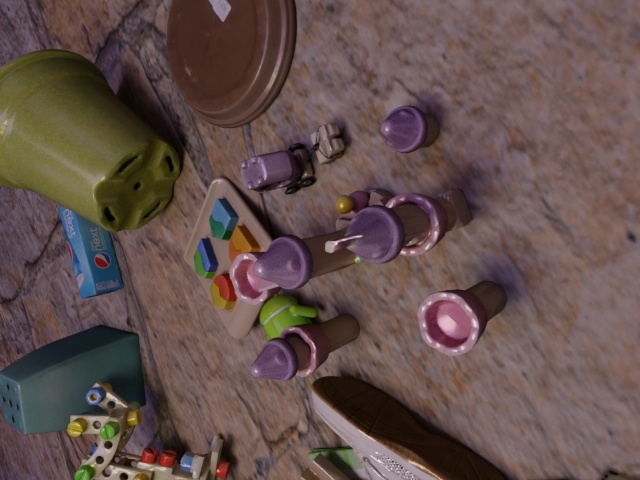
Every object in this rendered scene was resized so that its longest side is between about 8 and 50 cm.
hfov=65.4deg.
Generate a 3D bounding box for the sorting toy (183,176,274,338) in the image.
[{"bbox_3d":[-0.155,0.028,0.819,0.208,0.038,0.193,47,123,32],"label":"sorting toy"}]

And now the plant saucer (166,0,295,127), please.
[{"bbox_3d":[-0.154,-0.316,0.774,0.278,0.041,0.277,7,101,38],"label":"plant saucer"}]

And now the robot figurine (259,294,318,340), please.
[{"bbox_3d":[-0.047,0.131,0.747,0.115,0.067,0.101,55,137,18],"label":"robot figurine"}]

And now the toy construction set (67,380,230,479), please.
[{"bbox_3d":[-0.322,0.415,0.956,0.328,0.151,0.214,12,91,15],"label":"toy construction set"}]

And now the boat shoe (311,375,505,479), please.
[{"bbox_3d":[0.092,0.279,0.644,0.277,0.098,0.096,28,113,30],"label":"boat shoe"}]

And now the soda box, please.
[{"bbox_3d":[-0.500,0.016,1.087,0.071,0.067,0.209,-18,86,39],"label":"soda box"}]

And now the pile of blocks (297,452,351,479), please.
[{"bbox_3d":[0.056,0.483,0.673,0.149,0.113,0.362,-40,80,36],"label":"pile of blocks"}]

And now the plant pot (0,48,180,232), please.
[{"bbox_3d":[-0.401,-0.150,0.879,0.254,0.276,0.276,34,118,16],"label":"plant pot"}]

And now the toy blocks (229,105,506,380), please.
[{"bbox_3d":[0.000,0.000,0.564,0.289,0.260,0.308,-21,85,39],"label":"toy blocks"}]

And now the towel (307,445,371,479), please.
[{"bbox_3d":[0.047,0.387,0.750,0.113,0.023,0.151,-24,81,36],"label":"towel"}]

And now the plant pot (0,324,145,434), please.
[{"bbox_3d":[-0.526,0.296,1.049,0.166,0.234,0.165,2,99,39],"label":"plant pot"}]
